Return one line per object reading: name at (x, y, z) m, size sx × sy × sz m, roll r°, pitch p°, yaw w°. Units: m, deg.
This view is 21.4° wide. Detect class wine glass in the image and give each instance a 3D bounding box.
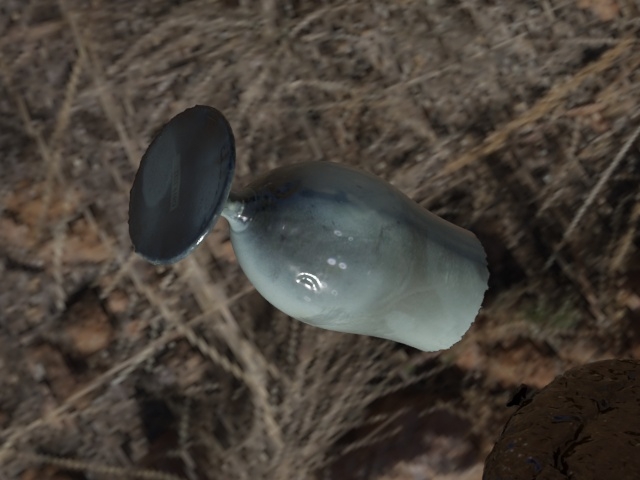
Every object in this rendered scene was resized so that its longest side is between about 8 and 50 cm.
wine glass at (0.000, 0.000, 0.934) m, size 0.093 × 0.202 × 0.093 m, roll -26°, pitch 53°, yaw 40°

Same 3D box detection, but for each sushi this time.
sushi at (0.072, 0.070, 0.439) m, size 0.061 × 0.118 × 0.060 m, roll 19°, pitch 121°, yaw 42°
